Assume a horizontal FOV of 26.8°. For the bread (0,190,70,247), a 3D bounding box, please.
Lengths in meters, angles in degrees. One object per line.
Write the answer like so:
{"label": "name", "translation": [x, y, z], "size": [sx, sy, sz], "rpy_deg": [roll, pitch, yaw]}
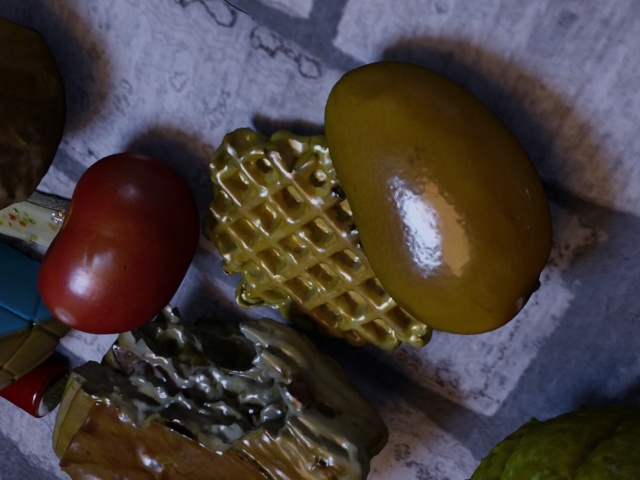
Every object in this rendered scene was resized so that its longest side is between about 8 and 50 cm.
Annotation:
{"label": "bread", "translation": [-0.350, -0.030, 1.581], "size": [0.154, 0.028, 0.068], "rpy_deg": [16, 135, 28]}

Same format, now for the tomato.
{"label": "tomato", "translation": [-0.204, 0.006, 1.385], "size": [0.136, 0.195, 0.195], "rpy_deg": [25, 141, -14]}

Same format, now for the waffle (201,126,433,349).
{"label": "waffle", "translation": [-0.001, 0.001, 1.333], "size": [0.291, 0.051, 0.291], "rpy_deg": [21, 138, 21]}

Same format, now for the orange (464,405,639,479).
{"label": "orange", "translation": [0.285, 0.282, 1.239], "size": [0.301, 0.223, 0.300], "rpy_deg": [43, 149, -7]}

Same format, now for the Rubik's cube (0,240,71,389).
{"label": "Rubik's cube", "translation": [-0.407, 0.062, 1.628], "size": [0.254, 0.254, 0.254], "rpy_deg": [20, 135, 22]}

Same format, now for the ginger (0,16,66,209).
{"label": "ginger", "translation": [-0.364, -0.124, 1.385], "size": [0.223, 0.200, 0.269], "rpy_deg": [0, 168, 8]}

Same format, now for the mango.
{"label": "mango", "translation": [0.105, -0.038, 1.157], "size": [0.175, 0.139, 0.254], "rpy_deg": [-14, 110, 35]}

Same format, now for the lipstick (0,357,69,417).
{"label": "lipstick", "translation": [-0.445, 0.150, 1.767], "size": [0.241, 0.080, 0.080], "rpy_deg": [26, 136, 17]}

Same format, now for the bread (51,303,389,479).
{"label": "bread", "translation": [-0.108, 0.199, 1.482], "size": [0.314, 0.191, 0.370], "rpy_deg": [42, 134, 5]}
